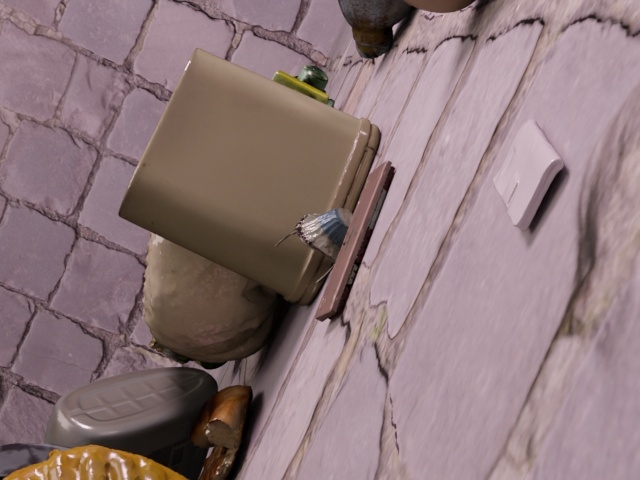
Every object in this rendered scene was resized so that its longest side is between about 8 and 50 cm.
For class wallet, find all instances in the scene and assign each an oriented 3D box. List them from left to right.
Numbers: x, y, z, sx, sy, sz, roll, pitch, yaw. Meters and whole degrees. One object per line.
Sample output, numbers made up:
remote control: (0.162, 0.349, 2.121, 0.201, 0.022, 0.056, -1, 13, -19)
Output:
wallet: (0.111, -0.037, 0.525, 0.083, 0.011, 0.044, -86, 21, -69)

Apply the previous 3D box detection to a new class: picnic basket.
picnic basket: (0.000, 0.000, 1.044, 0.083, 0.065, 0.083, -44, 21, 25)

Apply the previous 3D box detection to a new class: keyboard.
keyboard: (0.035, 0.002, 0.961, 0.166, 0.017, 0.055, -68, 12, -19)

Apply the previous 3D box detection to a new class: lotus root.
lotus root: (0.089, -0.396, 1.384, 0.322, 0.139, 0.158, 118, 172, -47)

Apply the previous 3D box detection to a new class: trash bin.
trash bin: (-0.080, -0.080, 1.155, 0.243, 0.247, 0.121, -67, 8, -18)

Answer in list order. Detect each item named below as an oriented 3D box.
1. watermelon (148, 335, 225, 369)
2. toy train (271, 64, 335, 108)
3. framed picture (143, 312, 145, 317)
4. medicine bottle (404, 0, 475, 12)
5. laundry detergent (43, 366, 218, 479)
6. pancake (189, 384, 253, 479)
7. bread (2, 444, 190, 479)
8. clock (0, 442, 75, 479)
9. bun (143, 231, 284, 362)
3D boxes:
watermelon: (-0.183, 0.145, 1.726, 0.303, 0.159, 0.129, -80, -19, -66)
toy train: (-0.097, -0.151, 1.814, 0.369, 0.150, 0.237, -64, -3, 20)
framed picture: (-0.164, 0.048, 1.659, 0.252, 0.014, 0.197, -8, 42, 27)
medicine bottle: (0.136, -0.306, 0.816, 0.252, 0.114, 0.114, 125, 167, -60)
laundry detergent: (-0.279, 0.383, 1.400, 0.264, 0.124, 0.398, -13, -56, -46)
pancake: (-0.134, 0.254, 1.227, 0.212, 0.056, 0.257, -76, 12, -59)
bread: (-0.165, 0.271, 0.716, 0.240, 0.239, 0.139, -65, 19, 6)
clock: (-0.348, 0.393, 1.254, 0.067, 0.325, 0.325, -84, 19, -57)
bun: (-0.119, -0.009, 1.351, 0.360, 0.210, 0.360, -171, 90, -89)
